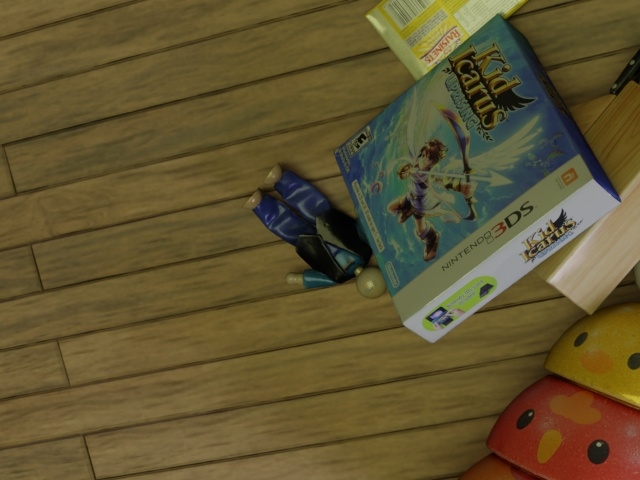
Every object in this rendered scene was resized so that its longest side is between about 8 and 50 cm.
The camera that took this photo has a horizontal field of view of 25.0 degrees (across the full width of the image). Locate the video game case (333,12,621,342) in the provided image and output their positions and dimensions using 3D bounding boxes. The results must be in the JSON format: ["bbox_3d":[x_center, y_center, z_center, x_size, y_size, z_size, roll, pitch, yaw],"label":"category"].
[{"bbox_3d":[0.152,-0.069,1.504,0.244,0.061,0.269,-38,46,19],"label":"video game case"}]

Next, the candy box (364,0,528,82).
[{"bbox_3d":[0.157,-0.270,1.566,0.206,0.027,0.105,-39,91,20],"label":"candy box"}]

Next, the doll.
[{"bbox_3d":[0.000,0.000,1.657,0.189,0.046,0.129,40,100,-1],"label":"doll"}]

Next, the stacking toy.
[{"bbox_3d":[0.318,0.186,1.510,0.350,0.350,0.480,18,87,12],"label":"stacking toy"}]

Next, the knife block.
[{"bbox_3d":[0.342,-0.082,1.448,0.242,0.088,0.276,-16,53,40],"label":"knife block"}]
